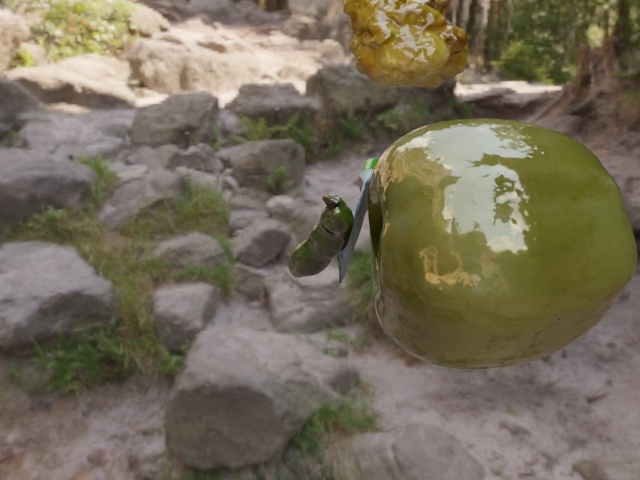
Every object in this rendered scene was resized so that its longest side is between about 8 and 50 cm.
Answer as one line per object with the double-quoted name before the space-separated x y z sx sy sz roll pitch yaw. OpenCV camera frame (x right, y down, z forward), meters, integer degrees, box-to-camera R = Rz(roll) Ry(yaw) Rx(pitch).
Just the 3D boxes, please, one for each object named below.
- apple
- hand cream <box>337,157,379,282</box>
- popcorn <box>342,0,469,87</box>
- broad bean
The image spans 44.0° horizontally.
"apple" 0.292 0.001 1.374 0.474 0.473 0.473 -2 16 0
"hand cream" 0.071 -0.049 1.491 0.050 0.079 0.275 -11 41 32
"popcorn" 0.161 -0.388 1.529 0.254 0.191 0.190 13 26 11
"broad bean" 0.004 0.000 1.103 0.065 0.046 0.254 1 -24 -15
